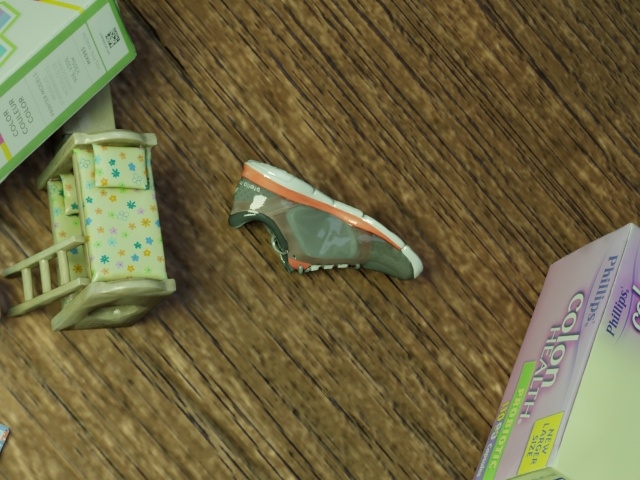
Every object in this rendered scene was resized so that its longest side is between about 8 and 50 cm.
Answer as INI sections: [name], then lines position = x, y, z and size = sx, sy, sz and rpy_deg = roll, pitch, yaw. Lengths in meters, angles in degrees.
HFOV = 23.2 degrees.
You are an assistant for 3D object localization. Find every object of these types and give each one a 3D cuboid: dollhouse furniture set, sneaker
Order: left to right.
[dollhouse furniture set]
position = -0.194, -0.039, 1.028
size = 0.161, 0.101, 0.182
rpy_deg = -2, 73, -28
[sneaker]
position = 0.000, 0.000, 1.152
size = 0.158, 0.061, 0.065
rpy_deg = 28, 88, -15

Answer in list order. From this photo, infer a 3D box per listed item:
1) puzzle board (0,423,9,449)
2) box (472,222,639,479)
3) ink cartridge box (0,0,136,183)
[puzzle board]
position = -0.263, 0.154, 0.977
size = 0.096, 0.011, 0.128
rpy_deg = 29, 61, -15
[box]
position = 0.268, 0.148, 1.188
size = 0.243, 0.117, 0.213
rpy_deg = 32, 61, -15
[ink cartridge box]
position = -0.230, -0.092, 1.019
size = 0.209, 0.109, 0.062
rpy_deg = -49, 137, -31
